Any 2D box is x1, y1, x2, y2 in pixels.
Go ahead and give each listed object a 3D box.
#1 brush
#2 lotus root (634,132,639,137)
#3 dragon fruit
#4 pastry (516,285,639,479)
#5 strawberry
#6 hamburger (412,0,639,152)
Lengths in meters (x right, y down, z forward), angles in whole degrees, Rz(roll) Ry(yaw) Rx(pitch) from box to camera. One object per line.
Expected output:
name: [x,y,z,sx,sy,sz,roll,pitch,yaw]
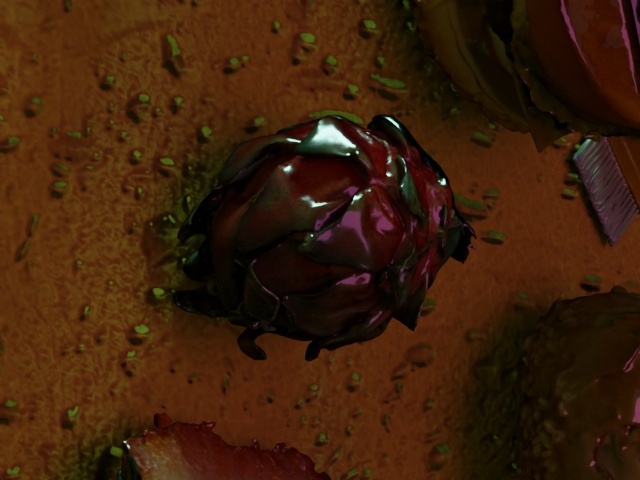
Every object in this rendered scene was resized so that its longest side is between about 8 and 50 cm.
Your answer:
brush: [0.312,-0.115,1.804,0.272,0.013,0.103,-49,124,-35]
lotus root: [0.284,-0.114,1.742,0.083,0.030,0.037,22,71,-40]
dragon fruit: [0.005,-0.005,1.376,0.188,0.182,0.182,-47,124,-57]
pastry: [0.258,0.167,1.646,0.311,0.162,0.255,22,64,-55]
strawberry: [-0.082,0.218,1.343,0.236,0.107,0.175,27,35,-44]
hamburger: [0.210,-0.210,1.544,0.291,0.225,0.291,-1,92,-39]
